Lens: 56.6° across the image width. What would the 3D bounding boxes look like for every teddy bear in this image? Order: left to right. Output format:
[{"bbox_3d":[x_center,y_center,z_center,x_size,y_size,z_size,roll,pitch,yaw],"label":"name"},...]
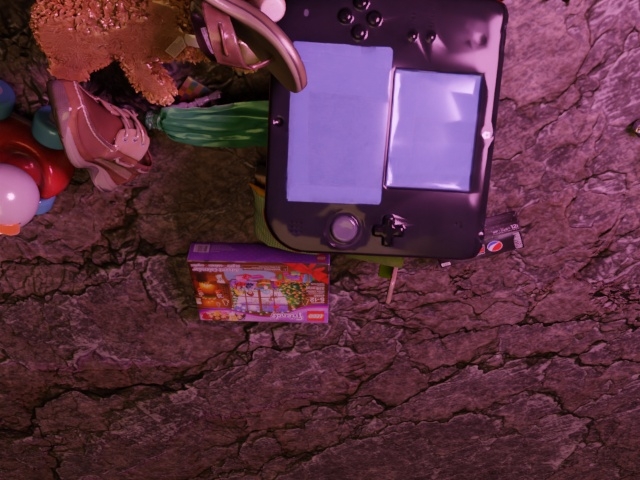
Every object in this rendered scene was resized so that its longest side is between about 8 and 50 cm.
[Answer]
[{"bbox_3d":[-0.231,-0.321,0.858,0.338,0.113,0.245,-18,138,8],"label":"teddy bear"}]

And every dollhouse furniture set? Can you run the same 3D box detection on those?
[{"bbox_3d":[0.000,0.000,1.078,0.301,0.151,0.197,12,138,6],"label":"dollhouse furniture set"}]

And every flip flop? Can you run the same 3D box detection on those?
[{"bbox_3d":[-0.133,-0.274,0.751,0.277,0.112,0.080,34,88,-29],"label":"flip flop"}]

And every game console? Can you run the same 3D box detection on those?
[{"bbox_3d":[0.093,-0.167,0.884,0.342,0.060,0.387,4,102,0],"label":"game console"}]

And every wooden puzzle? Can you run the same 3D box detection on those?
[{"bbox_3d":[-0.210,-0.244,0.988,0.083,0.006,0.049,29,129,-25],"label":"wooden puzzle"}]

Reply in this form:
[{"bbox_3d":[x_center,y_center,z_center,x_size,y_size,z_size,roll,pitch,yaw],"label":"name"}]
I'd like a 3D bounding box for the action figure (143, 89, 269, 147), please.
[{"bbox_3d":[-0.175,-0.198,0.983,0.232,0.063,0.137,0,150,-5],"label":"action figure"}]

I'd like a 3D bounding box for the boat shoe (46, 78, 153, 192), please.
[{"bbox_3d":[-0.335,-0.171,0.933,0.116,0.123,0.324,-18,175,-9],"label":"boat shoe"}]

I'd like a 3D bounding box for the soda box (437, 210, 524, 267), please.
[{"bbox_3d":[0.309,-0.002,1.171,0.169,0.060,0.053,-15,131,17],"label":"soda box"}]

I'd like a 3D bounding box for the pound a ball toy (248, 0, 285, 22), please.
[{"bbox_3d":[0.015,-0.407,0.687,0.208,0.136,0.319,-12,136,-13],"label":"pound a ball toy"}]

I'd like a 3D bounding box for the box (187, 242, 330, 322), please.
[{"bbox_3d":[-0.126,0.095,1.286,0.293,0.057,0.201,1,136,1],"label":"box"}]

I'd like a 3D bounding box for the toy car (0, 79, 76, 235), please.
[{"bbox_3d":[-0.539,-0.100,0.981,0.210,0.238,0.219,24,131,-20],"label":"toy car"}]

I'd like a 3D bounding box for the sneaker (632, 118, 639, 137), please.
[{"bbox_3d":[0.567,-0.198,0.991,0.083,0.031,0.035,-19,145,25],"label":"sneaker"}]
